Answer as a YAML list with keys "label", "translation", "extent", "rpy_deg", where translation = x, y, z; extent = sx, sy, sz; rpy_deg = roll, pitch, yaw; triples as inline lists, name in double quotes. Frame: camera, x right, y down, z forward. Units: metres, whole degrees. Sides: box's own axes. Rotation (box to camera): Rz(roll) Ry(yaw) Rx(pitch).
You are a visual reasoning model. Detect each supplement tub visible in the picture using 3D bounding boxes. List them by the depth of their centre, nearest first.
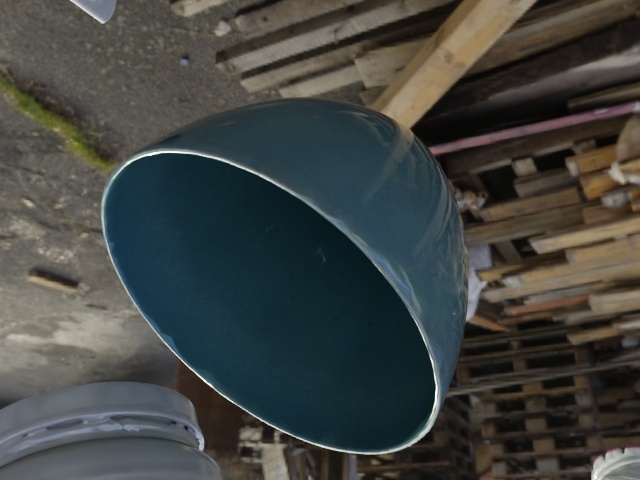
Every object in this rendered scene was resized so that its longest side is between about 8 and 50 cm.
- label: "supplement tub"
  translation: [-0.169, 0.301, 0.518]
  extent: [0.235, 0.325, 0.235]
  rpy_deg: [-13, 144, -9]

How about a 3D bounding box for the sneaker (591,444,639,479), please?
- label: "sneaker"
  translation: [0.270, 0.271, 0.584]
  extent: [0.102, 0.111, 0.252]
  rpy_deg: [18, 131, -5]

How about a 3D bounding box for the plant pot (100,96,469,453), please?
- label: "plant pot"
  translation: [0.000, 0.000, 0.548]
  extent: [0.290, 0.195, 0.290]
  rpy_deg: [22, 138, 21]

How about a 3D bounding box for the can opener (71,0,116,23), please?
- label: "can opener"
  translation: [-0.298, -0.300, 0.650]
  extent: [0.093, 0.074, 0.280]
  rpy_deg: [-3, 168, 18]
